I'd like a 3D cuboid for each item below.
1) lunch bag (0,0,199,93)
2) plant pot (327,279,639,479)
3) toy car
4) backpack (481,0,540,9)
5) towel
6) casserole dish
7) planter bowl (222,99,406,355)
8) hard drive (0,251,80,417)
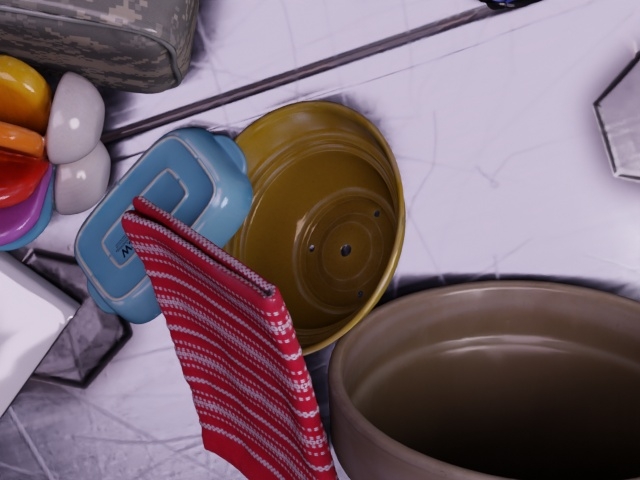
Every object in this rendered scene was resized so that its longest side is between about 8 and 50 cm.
[{"bbox_3d":[-0.230,-0.277,1.183,0.305,0.212,0.256,11,82,-2],"label":"lunch bag"},{"bbox_3d":[0.166,0.224,1.221,0.323,0.323,0.280,1,116,1],"label":"plant pot"},{"bbox_3d":[-0.261,-0.061,1.222,0.159,0.182,0.136,10,58,2],"label":"toy car"},{"bbox_3d":[0.194,-0.279,1.212,0.173,0.117,0.158,-16,99,1],"label":"backpack"},{"bbox_3d":[-0.065,0.109,1.198,0.031,0.199,0.275,-35,132,-24],"label":"towel"},{"bbox_3d":[-0.139,-0.016,1.268,0.188,0.037,0.114,-47,61,14],"label":"casserole dish"},{"bbox_3d":[0.000,0.000,1.252,0.217,0.090,0.217,-12,69,33],"label":"planter bowl"},{"bbox_3d":[-0.420,0.048,1.311,0.353,0.047,0.233,36,98,-4],"label":"hard drive"}]
